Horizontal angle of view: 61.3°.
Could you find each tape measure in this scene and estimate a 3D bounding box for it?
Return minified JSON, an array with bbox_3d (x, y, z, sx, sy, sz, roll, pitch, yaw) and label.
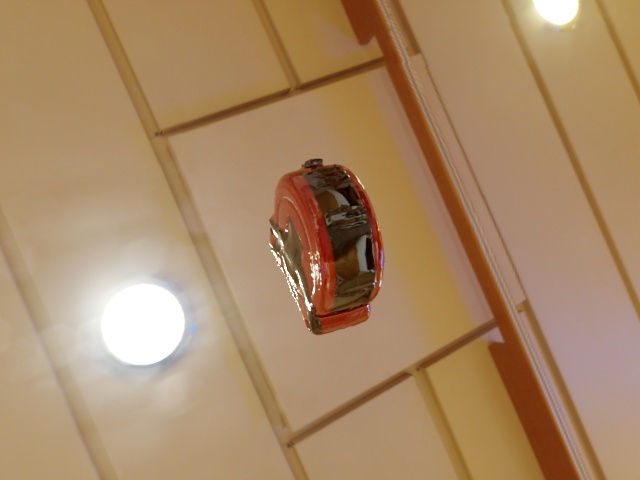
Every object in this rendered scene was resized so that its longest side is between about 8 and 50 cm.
[{"bbox_3d":[0.000,0.001,0.850,0.113,0.261,0.253,-14,-127,-18],"label":"tape measure"}]
